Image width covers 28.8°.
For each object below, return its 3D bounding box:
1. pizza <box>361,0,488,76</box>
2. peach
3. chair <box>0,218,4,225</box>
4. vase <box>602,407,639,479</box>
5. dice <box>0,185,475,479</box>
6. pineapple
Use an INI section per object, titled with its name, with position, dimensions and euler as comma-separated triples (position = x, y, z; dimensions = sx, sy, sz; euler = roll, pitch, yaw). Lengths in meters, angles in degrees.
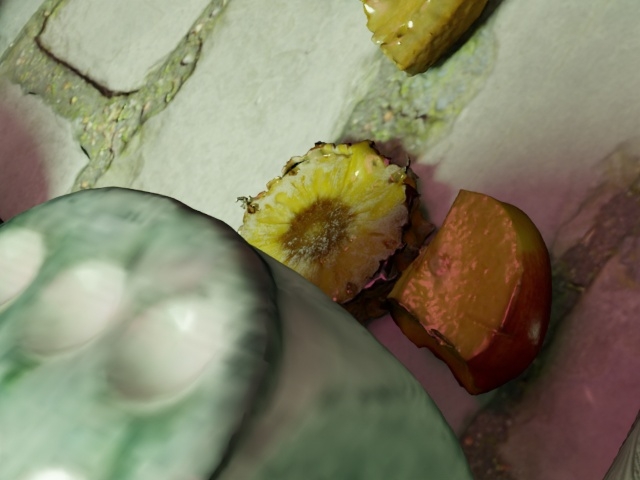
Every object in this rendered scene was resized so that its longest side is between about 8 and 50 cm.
[pizza]
position = 0.053, -0.383, 1.228
dimensions = 0.406, 0.130, 0.440
euler = 17, 75, 38
[peach]
position = 0.121, 0.039, 0.944
dimensions = 0.151, 0.118, 0.151
euler = -53, 9, 12
[chair]
position = -0.535, 0.087, 1.316
dimensions = 0.226, 0.226, 0.401
euler = 33, 86, 42
[vase]
position = 0.248, 0.119, 0.826
dimensions = 0.096, 0.096, 0.219
euler = 13, 70, 40
[dice]
position = -0.119, 0.192, 0.828
dimensions = 0.328, 0.348, 0.330
euler = 20, 59, 41
[pineapple]
position = 0.000, 0.000, 1.102
dimensions = 0.221, 0.047, 0.221
euler = -17, 52, 23
